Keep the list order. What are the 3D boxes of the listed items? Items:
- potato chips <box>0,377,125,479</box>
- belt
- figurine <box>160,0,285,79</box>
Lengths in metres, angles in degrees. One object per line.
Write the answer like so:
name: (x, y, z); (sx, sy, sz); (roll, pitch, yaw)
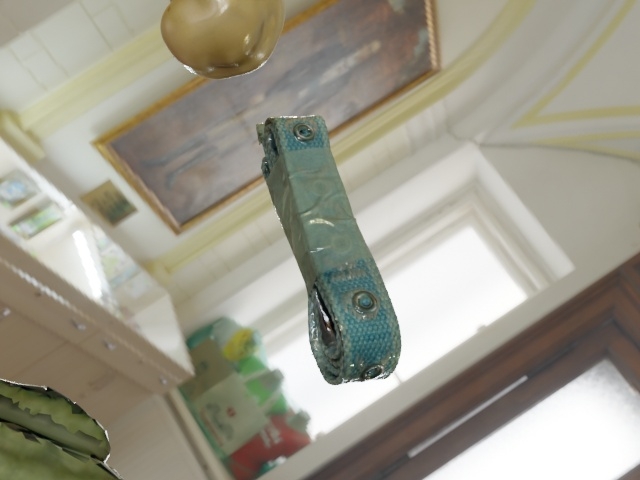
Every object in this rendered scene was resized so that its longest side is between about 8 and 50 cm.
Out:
potato chips: (-0.222, 0.254, 0.534); (0.429, 0.070, 0.358); (36, 47, -31)
belt: (0.000, 0.000, 0.850); (0.087, 0.072, 0.302); (110, -33, -53)
figurine: (-0.103, -0.243, 0.797); (0.108, 0.114, 0.195); (76, -6, -73)
